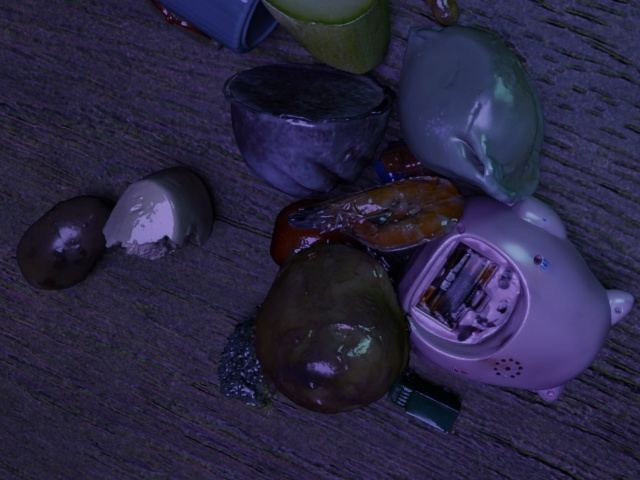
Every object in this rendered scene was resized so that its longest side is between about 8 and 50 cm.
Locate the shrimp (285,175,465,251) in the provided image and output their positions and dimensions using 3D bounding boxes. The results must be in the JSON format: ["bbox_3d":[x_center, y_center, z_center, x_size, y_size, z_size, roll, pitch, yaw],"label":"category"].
[{"bbox_3d":[0.091,-0.035,1.242,0.317,0.164,0.062,-8,129,15],"label":"shrimp"}]

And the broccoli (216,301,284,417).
[{"bbox_3d":[-0.079,0.248,1.498,0.243,0.262,0.247,39,148,-23],"label":"broccoli"}]

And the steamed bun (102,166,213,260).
[{"bbox_3d":[-0.315,-0.034,1.442,0.170,0.225,0.200,38,109,2],"label":"steamed bun"}]

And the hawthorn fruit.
[{"bbox_3d":[0.000,0.000,1.406,0.188,0.169,0.168,-4,103,18],"label":"hawthorn fruit"}]

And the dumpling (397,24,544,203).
[{"bbox_3d":[0.267,-0.222,1.205,0.270,0.212,0.320,4,91,0],"label":"dumpling"}]

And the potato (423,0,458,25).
[{"bbox_3d":[0.214,-0.429,1.293,0.092,0.045,0.046,53,141,1],"label":"potato"}]

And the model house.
[{"bbox_3d":[0.166,-0.129,1.330,0.148,0.149,0.119,-13,99,21],"label":"model house"}]

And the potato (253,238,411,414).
[{"bbox_3d":[-0.005,0.168,1.216,0.289,0.237,0.300,-12,104,40],"label":"potato"}]

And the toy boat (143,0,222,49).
[{"bbox_3d":[-0.268,-0.443,1.404,0.185,0.089,0.071,35,154,3],"label":"toy boat"}]

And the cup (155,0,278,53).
[{"bbox_3d":[-0.184,-0.534,1.291,0.311,0.331,0.256,36,144,2],"label":"cup"}]

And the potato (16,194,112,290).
[{"bbox_3d":[-0.550,0.004,1.551,0.165,0.165,0.262,44,117,0],"label":"potato"}]

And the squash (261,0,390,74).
[{"bbox_3d":[0.030,-0.390,1.250,0.204,0.155,0.237,42,71,1],"label":"squash"}]

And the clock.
[{"bbox_3d":[0.329,0.110,1.295,0.377,0.250,0.368,33,111,5],"label":"clock"}]

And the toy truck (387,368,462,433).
[{"bbox_3d":[0.210,0.324,1.477,0.147,0.079,0.065,26,110,9],"label":"toy truck"}]

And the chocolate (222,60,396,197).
[{"bbox_3d":[-0.024,-0.182,1.307,0.303,0.303,0.212,11,123,12],"label":"chocolate"}]
